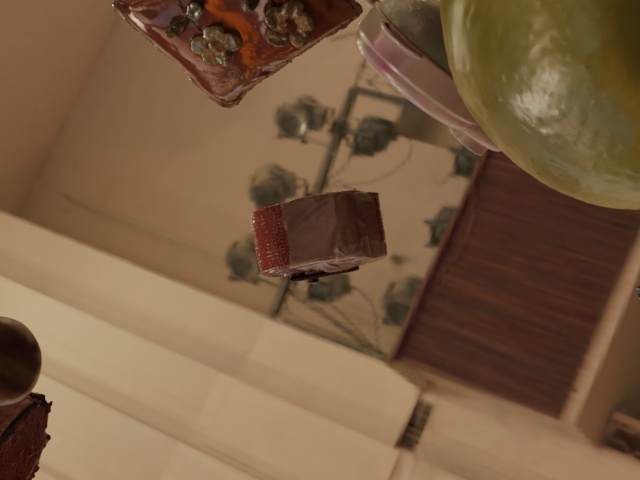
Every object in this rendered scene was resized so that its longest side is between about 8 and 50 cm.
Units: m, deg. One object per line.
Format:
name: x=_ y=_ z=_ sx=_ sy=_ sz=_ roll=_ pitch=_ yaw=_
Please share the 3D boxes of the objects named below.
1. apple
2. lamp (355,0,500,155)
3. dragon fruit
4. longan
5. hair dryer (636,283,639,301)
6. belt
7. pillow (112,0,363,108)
apple: x=0.225 y=-0.165 z=0.780 sx=0.254 sy=0.292 sz=0.291 roll=-115 pitch=38 yaw=-79
lamp: x=0.145 y=-0.195 z=1.296 sx=0.246 sy=0.179 sz=0.108 roll=35 pitch=-68 yaw=-31
dragon fruit: x=-0.513 y=0.320 z=1.693 sx=0.261 sy=0.189 sz=0.163 roll=-49 pitch=1 yaw=-23
longan: x=-0.347 y=0.122 z=1.208 sx=0.092 sy=0.113 sz=0.113 roll=-36 pitch=-26 yaw=15
hair dryer: x=0.324 y=-0.082 z=0.648 sx=0.284 sy=0.156 sz=0.320 roll=-44 pitch=-33 yaw=-32
belt: x=0.000 y=0.000 z=1.718 sx=0.128 sy=0.201 sz=0.124 roll=23 pitch=-122 yaw=-76
pillow: x=-0.077 y=-0.210 z=1.057 sx=0.171 sy=0.179 sz=0.075 roll=40 pitch=-148 yaw=-35
